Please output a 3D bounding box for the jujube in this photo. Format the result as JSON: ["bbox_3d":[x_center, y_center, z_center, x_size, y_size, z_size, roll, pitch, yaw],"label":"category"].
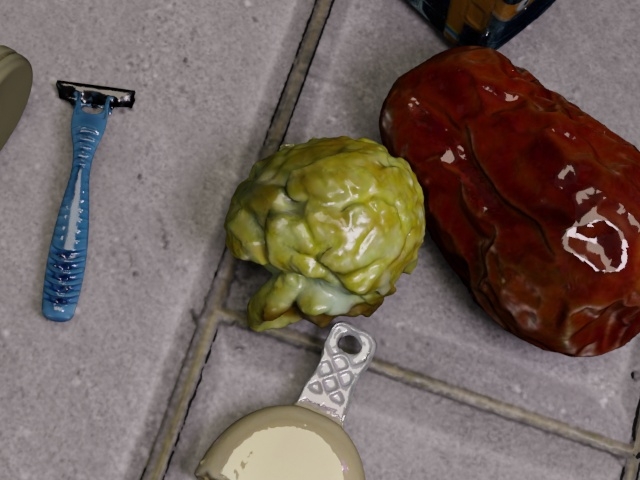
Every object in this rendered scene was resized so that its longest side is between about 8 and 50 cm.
[{"bbox_3d":[0.200,-0.051,1.215,0.216,0.216,0.342,-33,65,-16],"label":"jujube"}]

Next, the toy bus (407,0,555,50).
[{"bbox_3d":[0.121,-0.358,1.302,0.162,0.194,0.323,-42,78,-18],"label":"toy bus"}]

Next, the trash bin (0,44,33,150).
[{"bbox_3d":[-0.442,-0.123,1.189,0.247,0.121,0.243,25,70,5],"label":"trash bin"}]

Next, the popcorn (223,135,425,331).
[{"bbox_3d":[0.000,0.000,1.190,0.198,0.198,0.212,17,97,-2],"label":"popcorn"}]

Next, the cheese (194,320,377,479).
[{"bbox_3d":[-0.002,0.206,1.164,0.163,0.071,0.249,45,71,8],"label":"cheese"}]

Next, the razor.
[{"bbox_3d":[-0.242,-0.043,1.228,0.082,0.042,0.253,9,72,-6],"label":"razor"}]
